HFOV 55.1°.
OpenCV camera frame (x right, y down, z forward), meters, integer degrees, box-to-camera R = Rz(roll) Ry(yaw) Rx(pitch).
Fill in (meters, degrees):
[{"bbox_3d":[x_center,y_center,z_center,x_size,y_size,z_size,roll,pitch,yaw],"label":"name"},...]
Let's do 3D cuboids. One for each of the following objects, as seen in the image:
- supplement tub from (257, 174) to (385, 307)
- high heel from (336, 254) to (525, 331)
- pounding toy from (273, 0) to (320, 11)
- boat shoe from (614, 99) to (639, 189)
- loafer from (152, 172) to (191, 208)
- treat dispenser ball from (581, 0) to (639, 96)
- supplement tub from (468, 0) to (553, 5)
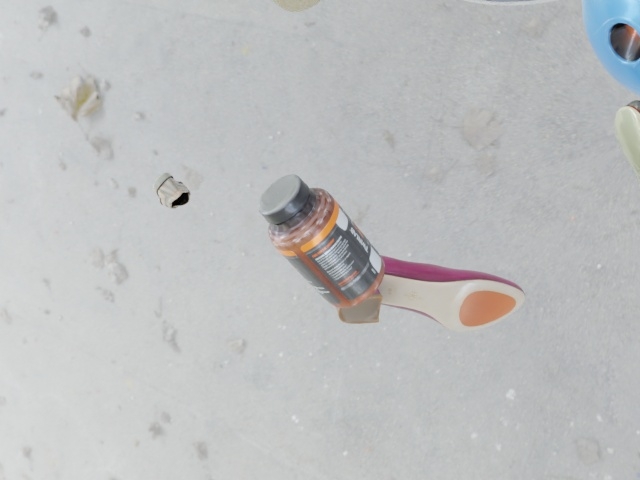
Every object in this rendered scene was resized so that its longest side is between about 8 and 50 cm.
[{"bbox_3d":[0.000,0.000,0.846,0.106,0.106,0.198,-18,131,30],"label":"supplement tub"},{"bbox_3d":[0.184,0.068,1.131,0.181,0.377,0.127,-113,33,-54],"label":"high heel"},{"bbox_3d":[-0.028,-0.527,1.088,0.110,0.237,0.183,45,154,22],"label":"pounding toy"},{"bbox_3d":[0.286,-0.066,0.508,0.043,0.049,0.137,-35,120,10],"label":"boat shoe"},{"bbox_3d":[-0.208,-0.063,0.884,0.039,0.125,0.045,39,84,4],"label":"loafer"},{"bbox_3d":[0.448,-0.290,0.686,0.288,0.288,0.288,6,103,27],"label":"treat dispenser ball"},{"bbox_3d":[0.060,-0.215,0.184,0.228,0.316,0.228,4,100,21],"label":"supplement tub"}]
